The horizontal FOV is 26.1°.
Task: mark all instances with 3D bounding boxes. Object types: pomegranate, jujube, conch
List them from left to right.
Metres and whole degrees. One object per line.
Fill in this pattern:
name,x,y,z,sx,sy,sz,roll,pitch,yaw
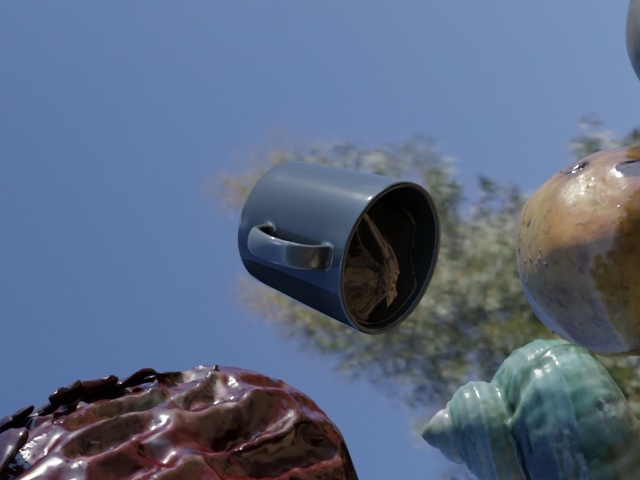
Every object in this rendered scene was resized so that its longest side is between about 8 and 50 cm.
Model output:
jujube,-0.107,0.212,0.902,0.376,0.258,0.258,1,-83,-58
conch,0.245,0.212,1.464,0.195,0.277,0.220,-66,-19,-64
pomegranate,0.384,0.016,1.762,0.281,0.281,0.281,-20,-66,-54

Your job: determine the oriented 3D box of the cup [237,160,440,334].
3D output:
cup,0.000,0.000,0.691,0.100,0.077,0.078,0,-76,-50

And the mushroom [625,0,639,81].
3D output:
mushroom,0.405,-0.216,1.324,0.178,0.226,0.226,49,-124,-30
